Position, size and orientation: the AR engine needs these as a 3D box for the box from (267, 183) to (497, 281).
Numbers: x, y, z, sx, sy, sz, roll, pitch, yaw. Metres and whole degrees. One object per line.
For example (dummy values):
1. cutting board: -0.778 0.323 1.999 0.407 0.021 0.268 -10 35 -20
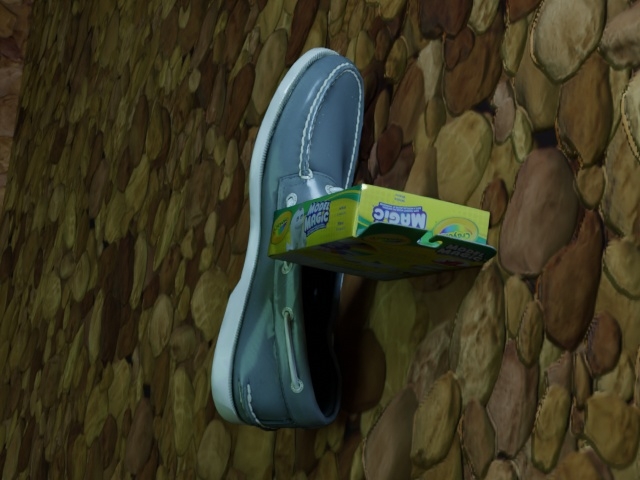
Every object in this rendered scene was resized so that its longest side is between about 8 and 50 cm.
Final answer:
1. box: 0.043 -0.004 1.057 0.179 0.105 0.043 -9 71 65

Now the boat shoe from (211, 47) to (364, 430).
1. boat shoe: 0.000 0.000 1.197 0.099 0.116 0.319 7 80 35
